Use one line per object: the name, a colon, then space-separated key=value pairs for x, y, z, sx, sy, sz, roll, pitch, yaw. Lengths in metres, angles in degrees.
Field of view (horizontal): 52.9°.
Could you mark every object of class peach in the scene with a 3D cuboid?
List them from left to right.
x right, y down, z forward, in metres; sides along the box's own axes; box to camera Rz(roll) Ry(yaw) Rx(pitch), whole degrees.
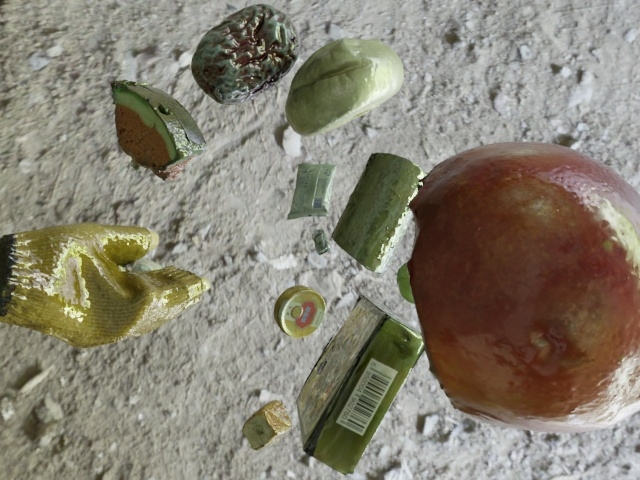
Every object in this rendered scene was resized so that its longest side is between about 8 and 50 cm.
peach: x=0.291 y=0.061 z=0.833 sx=0.310 sy=0.335 sz=0.405 roll=-11 pitch=114 yaw=24

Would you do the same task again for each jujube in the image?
jujube: x=-0.209 y=-0.512 z=1.792 sx=0.317 sy=0.226 sz=0.226 roll=-46 pitch=110 yaw=-23

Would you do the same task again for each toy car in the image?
toy car: x=0.000 y=0.000 z=1.682 sx=0.041 sy=0.093 sz=0.025 roll=-29 pitch=131 yaw=8

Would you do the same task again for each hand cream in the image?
hand cream: x=-0.329 y=0.053 z=1.221 sx=0.061 sy=0.143 sz=0.039 roll=25 pitch=95 yaw=-12

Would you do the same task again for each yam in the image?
yam: x=0.139 y=-0.068 z=1.532 sx=0.161 sy=0.161 sz=0.268 roll=25 pitch=92 yaw=-14

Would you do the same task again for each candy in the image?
candy: x=0.234 y=-0.009 z=1.448 sx=0.093 sy=0.335 sz=0.092 roll=19 pitch=147 yaw=-6

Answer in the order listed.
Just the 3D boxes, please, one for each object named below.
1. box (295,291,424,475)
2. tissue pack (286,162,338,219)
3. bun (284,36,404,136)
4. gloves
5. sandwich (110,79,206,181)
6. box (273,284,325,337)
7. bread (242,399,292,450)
box: x=0.088 y=0.345 z=1.657 sx=0.138 sy=0.420 sz=0.373 roll=30 pitch=90 yaw=-5
tissue pack: x=-0.022 y=-0.142 z=1.804 sx=0.123 sy=0.193 sz=0.026 roll=-3 pitch=145 yaw=22
bun: x=0.055 y=-0.440 z=1.803 sx=0.365 sy=0.365 sz=0.219 roll=-29 pitch=96 yaw=3
gloves: x=-0.351 y=0.071 z=1.033 sx=0.357 sy=0.203 sz=0.155 roll=4 pitch=139 yaw=-33
sandwich: x=-0.388 y=-0.249 z=1.537 sx=0.109 sy=0.292 sz=0.212 roll=-16 pitch=126 yaw=-46
box: x=-0.042 y=0.142 z=1.292 sx=0.106 sy=0.037 sz=0.105 roll=-9 pitch=109 yaw=-29
bread: x=-0.110 y=0.373 z=1.305 sx=0.083 sy=0.070 sz=0.076 roll=-42 pitch=68 yaw=27
